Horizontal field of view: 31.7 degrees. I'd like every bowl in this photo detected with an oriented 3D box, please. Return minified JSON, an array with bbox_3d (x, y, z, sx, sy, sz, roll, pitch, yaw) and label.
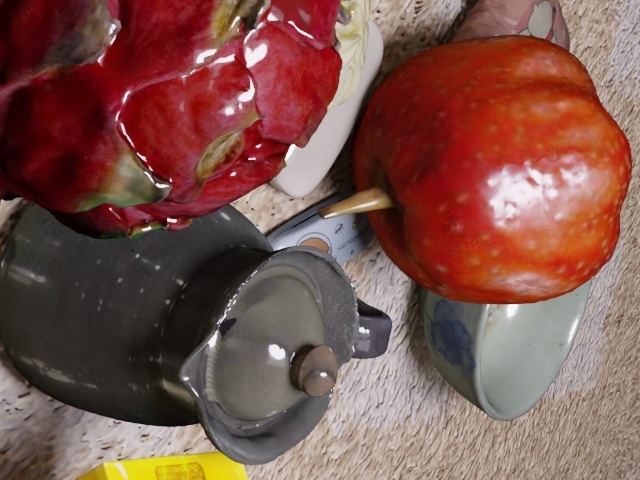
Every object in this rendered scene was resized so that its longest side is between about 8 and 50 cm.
[{"bbox_3d":[0.219,0.074,1.442,0.289,0.146,0.289,-27,126,-45],"label":"bowl"}]

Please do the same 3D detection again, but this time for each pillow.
[{"bbox_3d":[0.233,-0.223,1.380,0.236,0.084,0.223,-61,140,-16],"label":"pillow"}]

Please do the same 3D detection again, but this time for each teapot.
[{"bbox_3d":[-0.081,0.083,0.950,0.223,0.285,0.305,-61,141,-12],"label":"teapot"}]

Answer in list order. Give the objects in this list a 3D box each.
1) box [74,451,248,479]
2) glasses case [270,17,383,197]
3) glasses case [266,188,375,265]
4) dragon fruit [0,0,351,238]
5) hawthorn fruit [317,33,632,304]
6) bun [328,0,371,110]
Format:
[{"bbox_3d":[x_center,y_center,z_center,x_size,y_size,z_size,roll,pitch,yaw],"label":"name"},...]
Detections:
[{"bbox_3d":[-0.203,0.244,0.926,0.269,0.043,0.152,-35,154,30],"label":"box"},{"bbox_3d":[0.005,-0.139,1.154,0.204,0.051,0.081,-62,142,-12],"label":"glasses case"},{"bbox_3d":[0.000,0.000,1.215,0.178,0.045,0.067,-30,126,-41],"label":"glasses case"},{"bbox_3d":[-0.139,-0.153,0.765,0.329,0.329,0.329,-25,124,-44],"label":"dragon fruit"},{"bbox_3d":[0.149,-0.063,1.173,0.330,0.287,0.287,-13,118,-21],"label":"hawthorn fruit"},{"bbox_3d":[-0.023,-0.212,1.017,0.229,0.145,0.229,-20,118,-43],"label":"bun"}]
